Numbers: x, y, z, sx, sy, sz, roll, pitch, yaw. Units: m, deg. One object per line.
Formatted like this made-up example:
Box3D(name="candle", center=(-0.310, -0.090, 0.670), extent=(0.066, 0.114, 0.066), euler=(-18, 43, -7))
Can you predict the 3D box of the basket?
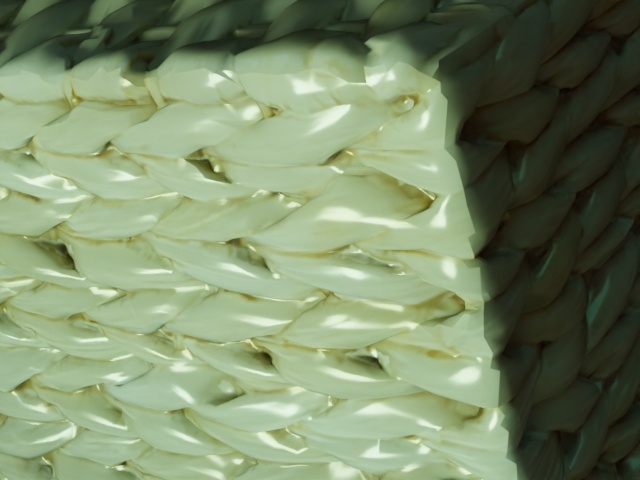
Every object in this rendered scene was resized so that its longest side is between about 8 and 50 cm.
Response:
Box3D(name="basket", center=(0.000, 0.000, 0.602), extent=(0.328, 0.266, 0.331), euler=(4, 31, 34))
